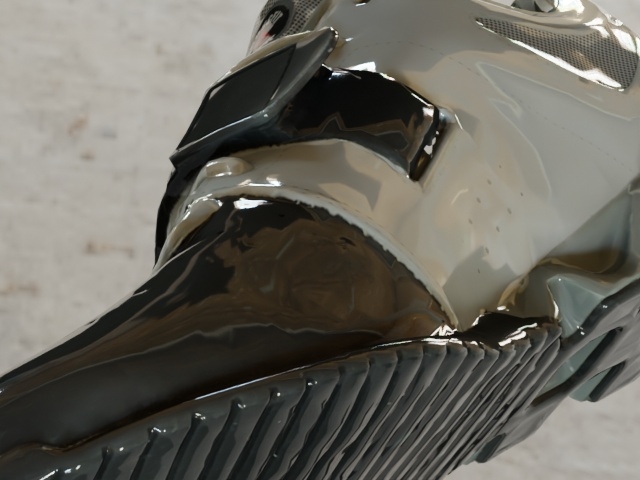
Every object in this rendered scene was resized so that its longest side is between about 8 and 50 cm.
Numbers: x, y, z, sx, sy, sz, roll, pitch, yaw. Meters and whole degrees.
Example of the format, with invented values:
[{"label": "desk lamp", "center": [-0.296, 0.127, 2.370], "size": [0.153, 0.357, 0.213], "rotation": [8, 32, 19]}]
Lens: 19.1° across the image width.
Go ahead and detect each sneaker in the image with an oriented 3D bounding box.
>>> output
[{"label": "sneaker", "center": [0.000, 0.000, 0.530], "size": [0.330, 0.122, 0.146], "rotation": [-21, 65, -48]}]
